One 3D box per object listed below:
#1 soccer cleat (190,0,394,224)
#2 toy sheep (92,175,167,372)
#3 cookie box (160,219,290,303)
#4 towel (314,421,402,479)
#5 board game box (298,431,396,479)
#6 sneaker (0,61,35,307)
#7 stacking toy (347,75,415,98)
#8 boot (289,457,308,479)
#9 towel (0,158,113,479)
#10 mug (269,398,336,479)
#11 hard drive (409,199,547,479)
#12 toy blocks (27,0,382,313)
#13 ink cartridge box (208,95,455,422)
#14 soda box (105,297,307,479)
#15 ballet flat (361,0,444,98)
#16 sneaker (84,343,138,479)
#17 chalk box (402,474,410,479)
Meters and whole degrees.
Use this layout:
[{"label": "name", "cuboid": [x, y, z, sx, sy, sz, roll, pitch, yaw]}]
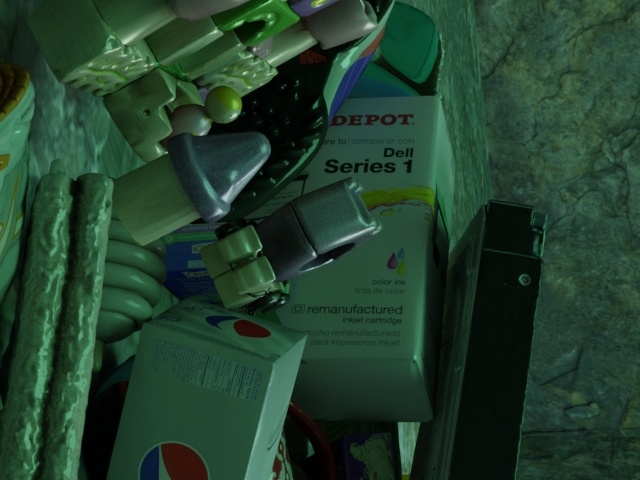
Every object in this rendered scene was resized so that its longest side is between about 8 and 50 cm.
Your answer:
[{"label": "soccer cleat", "cuboid": [-0.031, -0.113, 1.500, 0.318, 0.109, 0.116, -59, 169, -32]}, {"label": "toy sheep", "cuboid": [-0.141, 0.021, 1.128, 0.091, 0.091, 0.132, 55, 36, -70]}, {"label": "cookie box", "cuboid": [-0.079, 0.019, 1.420, 0.107, 0.092, 0.040, 55, 34, -70]}, {"label": "towel", "cuboid": [0.032, 0.201, 1.777, 0.325, 0.038, 0.247, 111, -23, -68]}, {"label": "board game box", "cuboid": [0.020, 0.299, 1.626, 0.347, 0.056, 0.208, 126, -37, -73]}, {"label": "sneaker", "cuboid": [-0.194, 0.016, 0.872, 0.262, 0.099, 0.121, -72, 162, -54]}, {"label": "stacking toy", "cuboid": [0.000, 0.000, 1.717, 0.165, 0.175, 0.301, 74, 30, -56]}, {"label": "boot", "cuboid": [-0.055, 0.302, 1.560, 0.165, 0.077, 0.213, 19, 69, -76]}, {"label": "towel", "cuboid": [-0.158, 0.107, 0.975, 0.187, 0.049, 0.282, 130, -33, -73]}, {"label": "mug", "cuboid": [-0.067, 0.178, 1.423, 0.150, 0.113, 0.169, -38, 123, -61]}, {"label": "hard drive", "cuboid": [0.127, 0.156, 1.527, 0.237, 0.064, 0.338, 110, -10, -76]}, {"label": "toy blocks", "cuboid": [-0.015, -0.150, 1.088, 0.309, 0.260, 0.288, 64, 9, 8]}, {"label": "ink cartridge box", "cuboid": [0.005, 0.013, 1.549, 0.117, 0.201, 0.278, 73, 21, -54]}, {"label": "soda box", "cuboid": [-0.093, 0.189, 1.158, 0.098, 0.091, 0.286, -34, 139, -76]}, {"label": "ballet flat", "cuboid": [0.069, -0.153, 2.068, 0.409, 0.147, 0.147, -67, 153, -62]}, {"label": "sneaker", "cuboid": [-0.096, 0.193, 1.300, 0.125, 0.104, 0.261, -72, 158, -63]}, {"label": "chalk box", "cuboid": [0.096, 0.396, 2.024, 0.289, 0.180, 0.179, 69, 24, -62]}]
